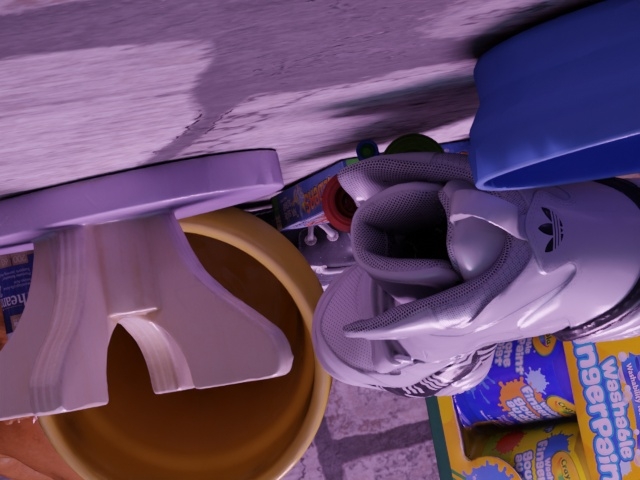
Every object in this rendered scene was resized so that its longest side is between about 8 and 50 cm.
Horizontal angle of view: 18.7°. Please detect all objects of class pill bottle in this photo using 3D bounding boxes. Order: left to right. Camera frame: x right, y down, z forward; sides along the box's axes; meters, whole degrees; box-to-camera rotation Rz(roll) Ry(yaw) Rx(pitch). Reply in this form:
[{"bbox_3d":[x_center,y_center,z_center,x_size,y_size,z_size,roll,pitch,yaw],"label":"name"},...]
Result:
[{"bbox_3d":[-0.252,0.058,1.743,0.067,0.120,0.067,-12,177,-1],"label":"pill bottle"}]

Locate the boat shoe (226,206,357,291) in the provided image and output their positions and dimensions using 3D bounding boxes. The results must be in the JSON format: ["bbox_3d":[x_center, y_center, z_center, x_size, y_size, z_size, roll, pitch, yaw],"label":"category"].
[{"bbox_3d":[0.000,0.000,1.865,0.301,0.108,0.102,4,138,-26],"label":"boat shoe"}]

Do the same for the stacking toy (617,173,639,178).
[{"bbox_3d":[0.163,-0.010,1.984,0.330,0.141,0.141,-8,180,40],"label":"stacking toy"}]

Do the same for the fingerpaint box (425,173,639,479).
[{"bbox_3d":[0.315,0.159,2.544,0.371,0.445,0.163,-13,175,41],"label":"fingerpaint box"}]

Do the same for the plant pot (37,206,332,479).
[{"bbox_3d":[-0.106,0.077,1.681,0.254,0.254,0.239,-12,-168,9],"label":"plant pot"}]

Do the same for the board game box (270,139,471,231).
[{"bbox_3d":[0.051,-0.047,1.689,0.136,0.035,0.201,-10,176,-19],"label":"board game box"}]

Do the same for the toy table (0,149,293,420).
[{"bbox_3d":[-0.149,0.039,1.439,0.274,0.161,0.252,-12,177,33],"label":"toy table"}]

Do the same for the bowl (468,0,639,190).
[{"bbox_3d":[0.271,-0.104,1.106,0.391,0.077,0.391,-11,177,-1],"label":"bowl"}]

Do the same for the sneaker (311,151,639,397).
[{"bbox_3d":[0.067,0.023,1.374,0.210,0.137,0.366,10,161,-37],"label":"sneaker"}]

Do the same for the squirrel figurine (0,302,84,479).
[{"bbox_3d":[-0.388,0.141,2.068,0.370,0.281,0.397,-1,166,22],"label":"squirrel figurine"}]

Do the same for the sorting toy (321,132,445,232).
[{"bbox_3d":[0.047,-0.047,1.474,0.102,0.061,0.042,-27,177,2],"label":"sorting toy"}]
